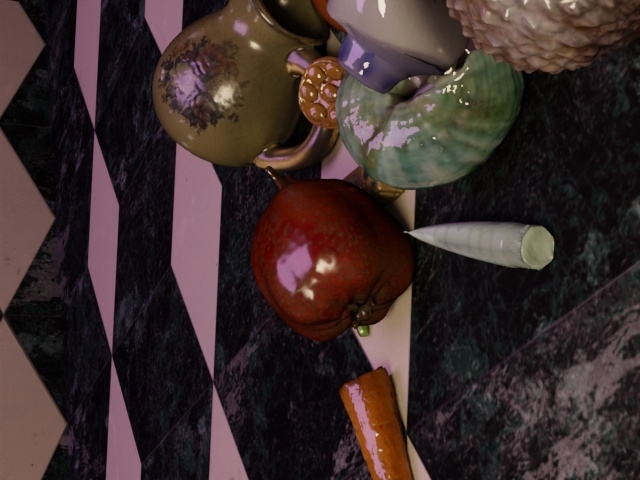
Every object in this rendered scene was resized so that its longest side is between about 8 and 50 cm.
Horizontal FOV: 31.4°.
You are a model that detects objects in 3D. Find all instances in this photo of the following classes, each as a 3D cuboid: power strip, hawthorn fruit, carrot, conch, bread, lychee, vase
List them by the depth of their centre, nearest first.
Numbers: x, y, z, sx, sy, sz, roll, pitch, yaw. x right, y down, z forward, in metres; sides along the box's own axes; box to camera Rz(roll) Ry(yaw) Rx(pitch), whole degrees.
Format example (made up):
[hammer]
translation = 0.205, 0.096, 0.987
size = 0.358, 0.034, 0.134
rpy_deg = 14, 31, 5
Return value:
[lychee]
translation = 0.220, -0.286, 0.965
size = 0.300, 0.300, 0.300
rpy_deg = -176, 90, -65
[conch]
translation = 0.122, -0.164, 1.338
size = 0.220, 0.195, 0.277
rpy_deg = -61, 3, 0
[carrot]
translation = 0.083, 0.268, 1.475
size = 0.072, 0.072, 0.205
rpy_deg = -54, 45, 49
[hawthorn fruit]
translation = 0.000, 0.000, 1.495
size = 0.248, 0.208, 0.208
rpy_deg = 62, 144, 20
[power strip]
translation = 0.043, -0.056, 1.624
size = 0.305, 0.044, 0.064
rpy_deg = 145, 125, -59
[bread]
translation = 0.017, -0.213, 1.652
size = 0.110, 0.024, 0.110
rpy_deg = 4, 99, 23
[vase]
translation = -0.087, -0.250, 1.772
size = 0.329, 0.241, 0.302
rpy_deg = 46, 119, 22

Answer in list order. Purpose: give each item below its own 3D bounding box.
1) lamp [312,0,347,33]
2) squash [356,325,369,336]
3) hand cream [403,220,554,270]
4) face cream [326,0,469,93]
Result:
[lamp]
translation = 0.087, -0.343, 1.383
size = 0.196, 0.223, 0.223
rpy_deg = 53, 163, -19
[squash]
translation = 0.052, 0.096, 1.609
size = 0.027, 0.027, 0.089
rpy_deg = -57, 40, 47
[hand cream]
translation = 0.182, 0.000, 1.296
size = 0.205, 0.078, 0.050
rpy_deg = 10, 97, 60
[face cream]
translation = 0.140, -0.343, 1.137
size = 0.137, 0.234, 0.420
rpy_deg = 38, 107, 34
